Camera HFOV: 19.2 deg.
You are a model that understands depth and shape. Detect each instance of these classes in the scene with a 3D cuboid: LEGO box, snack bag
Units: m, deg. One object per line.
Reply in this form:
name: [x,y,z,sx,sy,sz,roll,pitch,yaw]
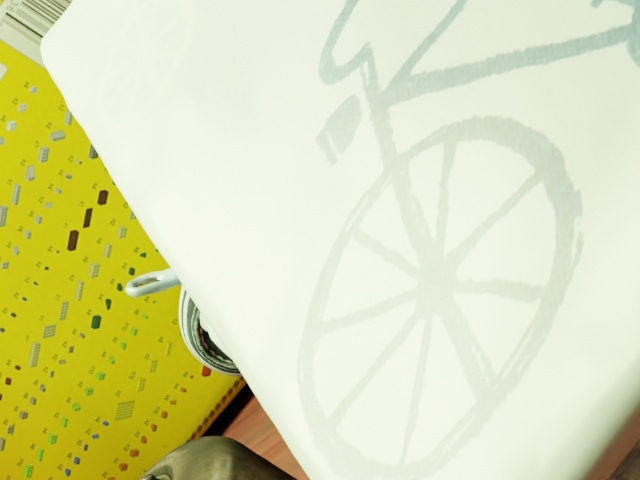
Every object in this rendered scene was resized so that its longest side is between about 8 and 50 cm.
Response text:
LEGO box: [-0.040,-0.132,0.891,0.500,0.193,0.372,-51,13,26]
snack bag: [0.053,-0.101,0.497,0.323,0.037,0.342,-56,35,12]

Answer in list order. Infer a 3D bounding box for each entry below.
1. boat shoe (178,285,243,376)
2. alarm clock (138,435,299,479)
boat shoe: [0.000,0.000,0.678,0.183,0.065,0.083,-49,12,31]
alarm clock: [-0.044,0.121,0.547,0.129,0.064,0.192,-58,14,-9]
